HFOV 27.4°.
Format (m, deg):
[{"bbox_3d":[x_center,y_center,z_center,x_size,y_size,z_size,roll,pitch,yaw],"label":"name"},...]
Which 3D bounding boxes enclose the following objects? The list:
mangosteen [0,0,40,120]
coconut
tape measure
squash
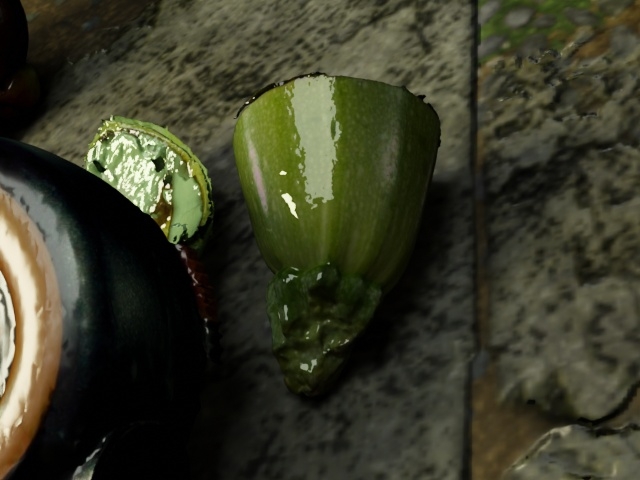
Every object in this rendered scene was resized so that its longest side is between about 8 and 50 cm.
[{"bbox_3d":[-0.265,-0.121,0.889,0.152,0.152,0.152,-19,41,17],"label":"mangosteen"},{"bbox_3d":[-0.109,0.008,0.700,0.133,0.055,0.158,14,59,39],"label":"coconut"},{"bbox_3d":[-0.152,0.063,0.583,0.202,0.135,0.223,-9,74,20],"label":"tape measure"},{"bbox_3d":[0.008,0.002,0.611,0.105,0.105,0.132,-15,55,22],"label":"squash"}]
